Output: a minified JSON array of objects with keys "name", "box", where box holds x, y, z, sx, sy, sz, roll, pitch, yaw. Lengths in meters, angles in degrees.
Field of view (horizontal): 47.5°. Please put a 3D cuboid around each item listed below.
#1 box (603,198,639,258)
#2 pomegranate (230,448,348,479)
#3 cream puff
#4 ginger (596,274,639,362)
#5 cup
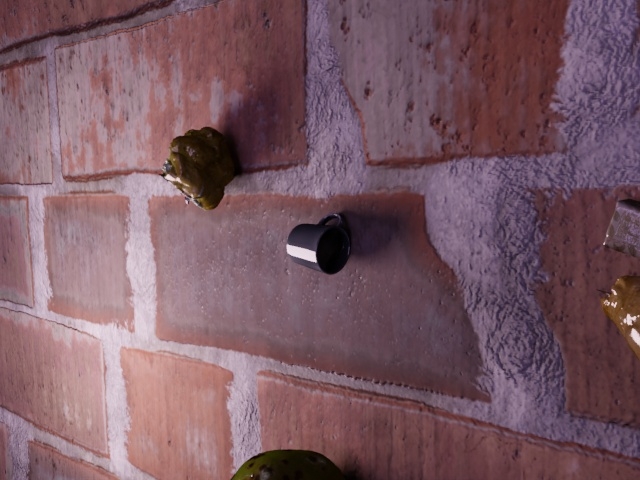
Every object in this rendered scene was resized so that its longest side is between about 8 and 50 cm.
[{"name":"box","box":[0.383,-0.006,0.836,0.098,0.045,0.062,27,113,38]},{"name":"pomegranate","box":[-0.077,0.470,1.187,0.231,0.231,0.286,54,125,24]},{"name":"cream puff","box":[-0.216,-0.135,1.312,0.121,0.156,0.156,23,113,5]},{"name":"ginger","box":[0.453,0.155,0.715,0.375,0.166,0.236,-1,70,49]},{"name":"cup","box":[0.000,0.000,1.174,0.077,0.078,0.100,12,69,45]}]
